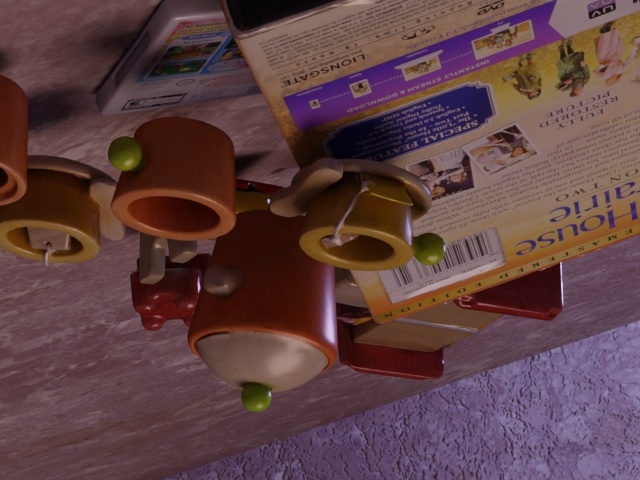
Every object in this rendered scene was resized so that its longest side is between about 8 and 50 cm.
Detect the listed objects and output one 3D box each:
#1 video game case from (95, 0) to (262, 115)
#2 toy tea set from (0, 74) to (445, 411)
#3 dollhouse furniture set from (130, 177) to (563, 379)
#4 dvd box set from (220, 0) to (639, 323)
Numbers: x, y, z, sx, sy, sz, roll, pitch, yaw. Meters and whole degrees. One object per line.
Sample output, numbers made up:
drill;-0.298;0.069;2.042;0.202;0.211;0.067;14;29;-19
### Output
video game case;-0.045;-0.121;1.092;0.157;0.019;0.143;-11;165;-28
toy tea set;-0.104;0.012;1.061;0.336;0.124;0.200;13;156;-16
dollhouse furniture set;0.000;0.000;1.483;0.374;0.152;0.201;10;155;-30
dvd box set;0.132;-0.095;1.121;0.307;0.062;0.420;-20;153;5
